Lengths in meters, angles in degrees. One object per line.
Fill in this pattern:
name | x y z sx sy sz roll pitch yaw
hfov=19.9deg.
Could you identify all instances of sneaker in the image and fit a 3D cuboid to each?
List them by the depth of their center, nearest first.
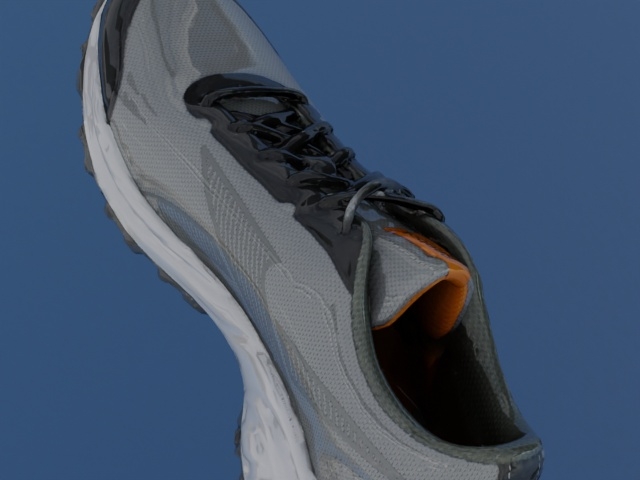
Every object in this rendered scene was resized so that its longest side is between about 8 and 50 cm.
sneaker | 0.000 0.000 0.656 0.108 0.100 0.271 -50 -121 41
